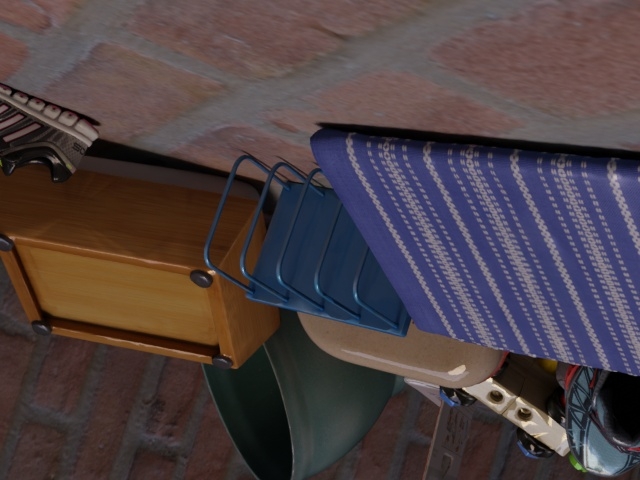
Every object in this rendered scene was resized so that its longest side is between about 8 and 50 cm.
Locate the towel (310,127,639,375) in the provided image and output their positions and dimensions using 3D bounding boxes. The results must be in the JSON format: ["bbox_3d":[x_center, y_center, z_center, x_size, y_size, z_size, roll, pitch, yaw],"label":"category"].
[{"bbox_3d":[0.166,0.011,0.986,0.336,0.040,0.243,9,145,40],"label":"towel"}]

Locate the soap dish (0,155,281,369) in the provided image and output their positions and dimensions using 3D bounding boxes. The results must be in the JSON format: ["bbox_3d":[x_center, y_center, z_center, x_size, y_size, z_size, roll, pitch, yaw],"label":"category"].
[{"bbox_3d":[-0.196,0.023,1.413,0.290,0.118,0.229,10,145,11],"label":"soap dish"}]

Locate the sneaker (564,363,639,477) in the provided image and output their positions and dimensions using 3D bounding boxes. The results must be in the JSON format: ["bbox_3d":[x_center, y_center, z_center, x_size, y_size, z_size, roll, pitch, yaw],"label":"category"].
[{"bbox_3d":[0.256,0.132,1.144,0.104,0.125,0.262,25,138,13],"label":"sneaker"}]

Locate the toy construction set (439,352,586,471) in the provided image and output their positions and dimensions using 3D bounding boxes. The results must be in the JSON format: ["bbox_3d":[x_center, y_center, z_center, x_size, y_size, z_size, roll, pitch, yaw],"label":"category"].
[{"bbox_3d":[0.229,0.132,1.468,0.327,0.151,0.215,22,-144,7],"label":"toy construction set"}]

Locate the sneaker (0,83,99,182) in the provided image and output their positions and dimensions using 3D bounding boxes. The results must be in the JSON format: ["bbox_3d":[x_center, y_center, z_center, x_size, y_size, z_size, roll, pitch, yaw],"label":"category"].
[{"bbox_3d":[-0.298,-0.102,1.259,0.170,0.075,0.063,20,171,-15],"label":"sneaker"}]

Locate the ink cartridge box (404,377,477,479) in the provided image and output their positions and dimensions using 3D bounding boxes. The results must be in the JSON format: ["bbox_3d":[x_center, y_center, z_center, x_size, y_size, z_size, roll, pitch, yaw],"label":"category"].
[{"bbox_3d":[0.156,0.197,1.719,0.060,0.239,0.275,14,171,16],"label":"ink cartridge box"}]

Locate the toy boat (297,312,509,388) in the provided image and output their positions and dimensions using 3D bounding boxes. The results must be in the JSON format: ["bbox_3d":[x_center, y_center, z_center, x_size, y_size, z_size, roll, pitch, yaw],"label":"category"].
[{"bbox_3d":[0.091,0.043,1.312,0.231,0.151,0.151,14,-160,22],"label":"toy boat"}]

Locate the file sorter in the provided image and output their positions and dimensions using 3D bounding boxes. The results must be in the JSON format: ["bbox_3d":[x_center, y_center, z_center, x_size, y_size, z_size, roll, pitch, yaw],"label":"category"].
[{"bbox_3d":[0.000,0.000,1.188,0.170,0.118,0.104,12,167,32],"label":"file sorter"}]

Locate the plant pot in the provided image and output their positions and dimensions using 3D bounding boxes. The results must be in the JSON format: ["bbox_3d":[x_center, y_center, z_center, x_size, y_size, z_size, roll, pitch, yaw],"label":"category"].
[{"bbox_3d":[-0.015,0.139,1.657,0.196,0.293,0.293,-19,-174,-22],"label":"plant pot"}]

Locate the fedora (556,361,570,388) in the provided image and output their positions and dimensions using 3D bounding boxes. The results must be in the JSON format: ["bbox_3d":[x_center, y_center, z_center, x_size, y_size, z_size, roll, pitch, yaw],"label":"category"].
[{"bbox_3d":[0.341,0.128,1.304,0.275,0.124,0.244,18,172,-3],"label":"fedora"}]
